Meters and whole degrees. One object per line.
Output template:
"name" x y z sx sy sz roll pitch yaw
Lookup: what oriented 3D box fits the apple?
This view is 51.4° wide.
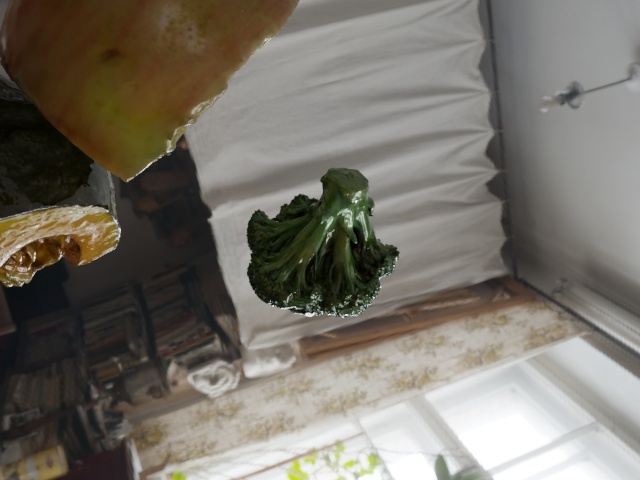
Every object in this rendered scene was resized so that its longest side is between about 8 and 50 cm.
"apple" -0.187 -0.254 0.781 0.314 0.309 0.252 48 11 19

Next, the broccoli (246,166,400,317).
"broccoli" 0.000 0.000 1.088 0.254 0.269 0.269 28 -26 9

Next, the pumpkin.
"pumpkin" -0.419 -0.064 0.852 0.225 0.303 0.256 50 -31 17
